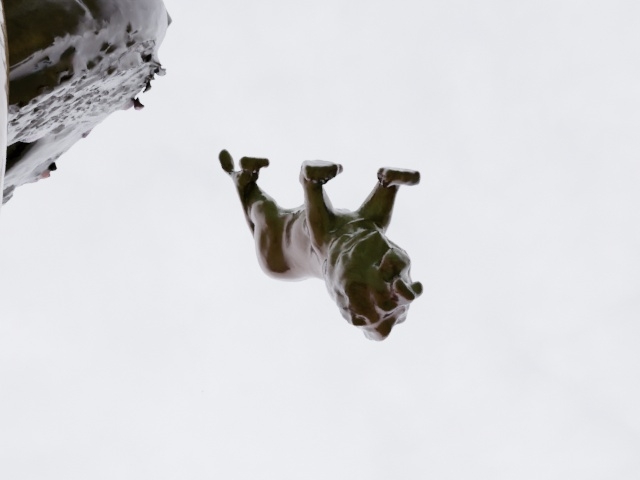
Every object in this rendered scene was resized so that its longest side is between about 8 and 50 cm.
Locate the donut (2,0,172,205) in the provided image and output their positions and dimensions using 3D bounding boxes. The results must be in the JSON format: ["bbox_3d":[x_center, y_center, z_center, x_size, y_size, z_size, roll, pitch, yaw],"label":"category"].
[{"bbox_3d":[-0.204,-0.072,0.596,0.270,0.270,0.103,-34,-88,-9],"label":"donut"}]

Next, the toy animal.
[{"bbox_3d":[0.000,0.000,1.032,0.097,0.312,0.157,3,-86,-31],"label":"toy animal"}]

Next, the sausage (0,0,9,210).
[{"bbox_3d":[-0.160,-0.011,0.332,0.134,0.116,0.353,-27,-134,26],"label":"sausage"}]
